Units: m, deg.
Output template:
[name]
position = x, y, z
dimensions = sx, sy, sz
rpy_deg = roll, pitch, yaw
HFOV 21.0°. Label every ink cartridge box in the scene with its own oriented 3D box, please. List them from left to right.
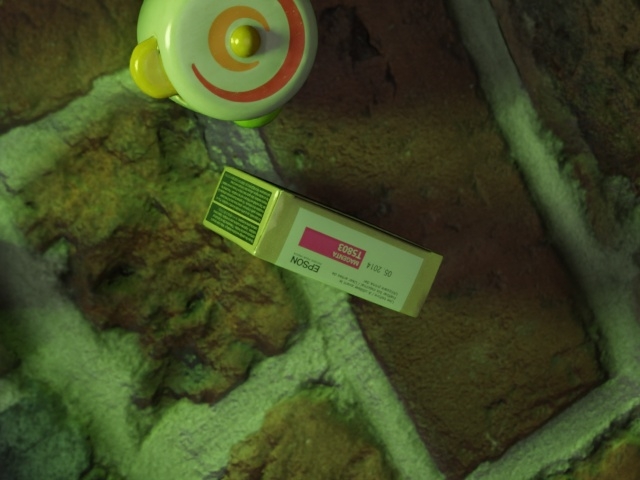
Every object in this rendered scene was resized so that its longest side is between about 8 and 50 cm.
[ink cartridge box]
position = 0.000, 0.000, 2.079
dimensions = 0.234, 0.193, 0.088
rpy_deg = 22, 92, -24

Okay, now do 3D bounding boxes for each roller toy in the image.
[roller toy]
position = -0.109, -0.238, 2.008
dimensions = 0.209, 0.146, 0.191
rpy_deg = 17, 94, -24

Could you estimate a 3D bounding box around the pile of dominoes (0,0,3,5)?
[pile of dominoes]
position = -0.415, -0.352, 1.873
dimensions = 0.196, 0.040, 0.251
rpy_deg = 20, 108, -13
